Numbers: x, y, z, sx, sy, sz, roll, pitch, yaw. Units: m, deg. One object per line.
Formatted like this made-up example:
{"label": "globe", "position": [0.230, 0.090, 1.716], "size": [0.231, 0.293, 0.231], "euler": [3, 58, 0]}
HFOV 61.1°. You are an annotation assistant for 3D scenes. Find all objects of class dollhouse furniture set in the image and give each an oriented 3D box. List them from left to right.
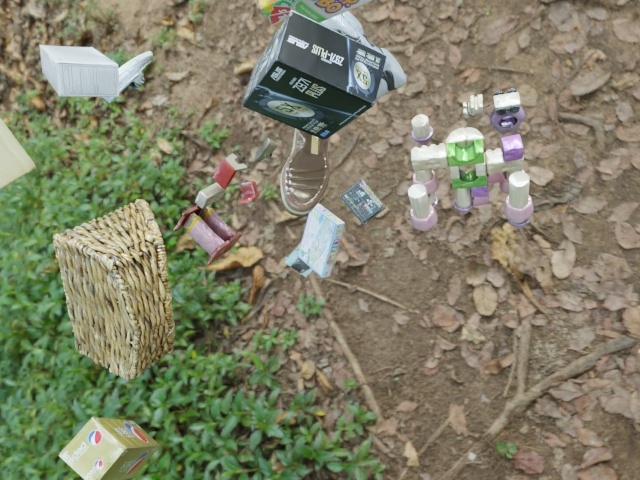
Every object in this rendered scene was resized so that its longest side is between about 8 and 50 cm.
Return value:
{"label": "dollhouse furniture set", "position": [-0.370, -0.109, 2.006], "size": [0.201, 0.152, 0.374], "euler": [44, 130, 4]}

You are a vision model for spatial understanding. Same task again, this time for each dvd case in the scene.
{"label": "dvd case", "position": [-0.036, 0.041, 1.566], "size": [0.119, 0.087, 0.013], "euler": [-47, 24, 13]}

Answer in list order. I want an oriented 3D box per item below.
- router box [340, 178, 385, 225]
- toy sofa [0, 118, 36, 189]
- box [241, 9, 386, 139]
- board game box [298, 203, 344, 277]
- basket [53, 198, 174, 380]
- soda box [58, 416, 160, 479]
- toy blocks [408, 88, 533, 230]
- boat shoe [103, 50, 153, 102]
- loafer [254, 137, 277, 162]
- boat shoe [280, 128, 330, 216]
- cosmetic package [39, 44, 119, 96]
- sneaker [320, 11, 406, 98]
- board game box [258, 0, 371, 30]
{"label": "router box", "position": [0.136, -0.123, 1.740], "size": [0.092, 0.038, 0.122], "euler": [-39, 73, 3]}
{"label": "toy sofa", "position": [-0.721, -0.125, 1.006], "size": [0.363, 0.177, 0.150], "euler": [-7, 121, 38]}
{"label": "box", "position": [-0.015, -0.228, 0.785], "size": [0.180, 0.147, 0.077], "euler": [-14, 59, 67]}
{"label": "board game box", "position": [0.000, 0.000, 1.340], "size": [0.103, 0.026, 0.154], "euler": [39, 126, 37]}
{"label": "basket", "position": [-0.362, 0.097, 1.100], "size": [0.214, 0.223, 0.299], "euler": [18, 121, 27]}
{"label": "soda box", "position": [-0.277, 0.283, 0.734], "size": [0.061, 0.181, 0.058], "euler": [37, 73, 10]}
{"label": "toy blocks", "position": [0.370, -0.156, 1.351], "size": [0.289, 0.260, 0.308], "euler": [-6, 57, 17]}
{"label": "boat shoe", "position": [-0.619, -0.525, 1.756], "size": [0.227, 0.081, 0.079], "euler": [-47, 25, -24]}
{"label": "loafer", "position": [-0.204, -0.327, 2.019], "size": [0.148, 0.050, 0.056], "euler": [-31, 45, 58]}
{"label": "boat shoe", "position": [-0.029, -0.143, 1.113], "size": [0.095, 0.095, 0.257], "euler": [115, 169, -55]}
{"label": "cosmetic package", "position": [-0.443, -0.310, 0.987], "size": [0.239, 0.099, 0.060], "euler": [39, 128, 50]}
{"label": "sneaker", "position": [0.077, -0.525, 1.624], "size": [0.210, 0.366, 0.137], "euler": [-35, 46, 29]}
{"label": "board game box", "position": [0.004, -0.544, 1.214], "size": [0.260, 0.124, 0.039], "euler": [-19, 74, 16]}
